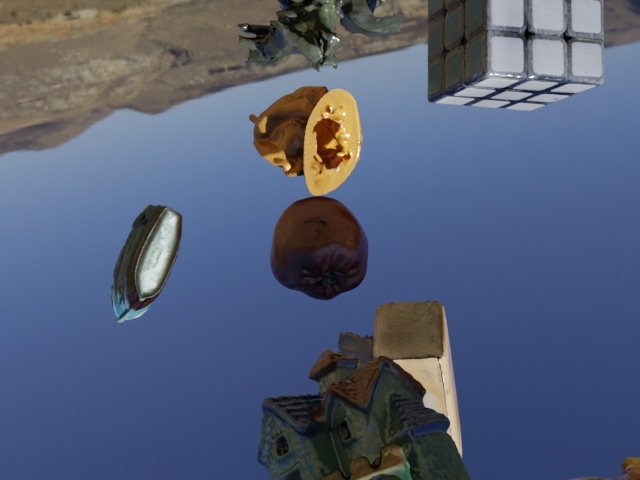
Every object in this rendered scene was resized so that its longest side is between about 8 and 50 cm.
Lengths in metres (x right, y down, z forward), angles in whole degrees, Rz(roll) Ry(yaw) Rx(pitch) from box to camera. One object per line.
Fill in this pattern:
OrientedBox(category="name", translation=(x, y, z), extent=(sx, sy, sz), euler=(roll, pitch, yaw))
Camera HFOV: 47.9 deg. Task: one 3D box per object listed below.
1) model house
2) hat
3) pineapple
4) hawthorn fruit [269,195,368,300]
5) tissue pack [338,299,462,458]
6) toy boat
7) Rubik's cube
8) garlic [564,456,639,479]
OrientedBox(category="model house", translation=(0.043, 0.304, 1.153), extent=(0.252, 0.329, 0.295), euler=(8, 144, -39))
OrientedBox(category="hat", translation=(-0.062, -0.243, 1.591), extent=(0.233, 0.233, 0.244), euler=(23, -165, 28))
OrientedBox(category="pineapple", translation=(0.025, -0.293, 0.798), extent=(0.170, 0.141, 0.310), euler=(23, -122, 8))
OrientedBox(category="hawthorn fruit", translation=(0.000, 0.000, 1.292), extent=(0.185, 0.185, 0.202), euler=(-9, -135, 5))
OrientedBox(category="tissue pack", translation=(0.163, 0.306, 1.466), extent=(0.238, 0.305, 0.238), euler=(-10, -154, 5))
OrientedBox(category="toy boat", translation=(-0.190, 0.024, 0.777), extent=(0.061, 0.060, 0.137), euler=(-23, -132, 44))
OrientedBox(category="Rubik's cube", translation=(0.441, -0.482, 1.664), extent=(0.304, 0.305, 0.301), euler=(-1, 178, -17))
OrientedBox(category="garlic", translation=(0.365, 0.409, 0.938), extent=(0.313, 0.249, 0.286), euler=(-12, 165, -38))
